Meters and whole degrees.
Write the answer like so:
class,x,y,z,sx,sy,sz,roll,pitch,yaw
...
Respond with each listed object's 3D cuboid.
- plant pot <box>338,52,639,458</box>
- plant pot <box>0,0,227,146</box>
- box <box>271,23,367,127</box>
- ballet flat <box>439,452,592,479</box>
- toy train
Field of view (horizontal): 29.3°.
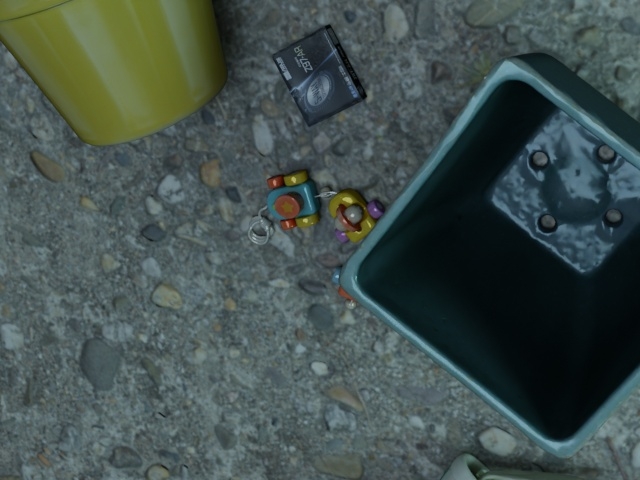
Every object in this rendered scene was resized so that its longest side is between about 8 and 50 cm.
class,x,y,z,sx,sy,sz,roll,pitch,yaw
plant pot,0.210,-0.014,1.081,0.248,0.252,0.247,39,115,5
plant pot,-0.210,-0.231,1.178,0.254,0.254,0.239,-10,119,22
box,-0.001,-0.166,1.236,0.067,0.018,0.083,-24,98,24
ballet flat,0.296,0.320,1.241,0.400,0.139,0.139,18,112,15
toy train,0.000,0.000,1.275,0.166,0.046,0.125,27,114,9
